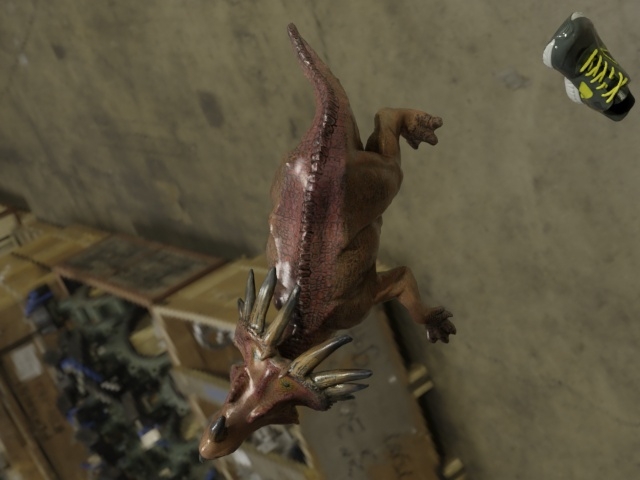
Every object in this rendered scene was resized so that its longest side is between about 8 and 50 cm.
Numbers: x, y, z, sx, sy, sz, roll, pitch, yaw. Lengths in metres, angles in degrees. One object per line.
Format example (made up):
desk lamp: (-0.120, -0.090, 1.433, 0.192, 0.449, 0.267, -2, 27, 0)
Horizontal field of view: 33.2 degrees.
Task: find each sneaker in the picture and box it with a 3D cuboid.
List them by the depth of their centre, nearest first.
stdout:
sneaker: (0.140, -0.087, 0.543, 0.035, 0.031, 0.083, 41, -173, 31)

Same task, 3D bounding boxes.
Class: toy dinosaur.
toy dinosaur: (0.000, 0.000, 0.735, 0.127, 0.200, 0.296, 4, 102, 27)
